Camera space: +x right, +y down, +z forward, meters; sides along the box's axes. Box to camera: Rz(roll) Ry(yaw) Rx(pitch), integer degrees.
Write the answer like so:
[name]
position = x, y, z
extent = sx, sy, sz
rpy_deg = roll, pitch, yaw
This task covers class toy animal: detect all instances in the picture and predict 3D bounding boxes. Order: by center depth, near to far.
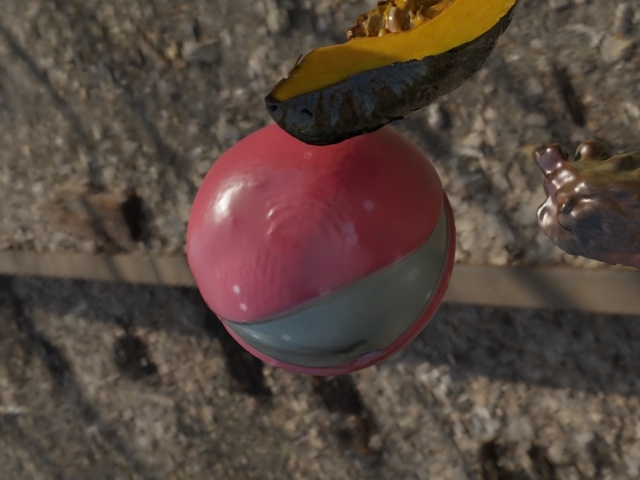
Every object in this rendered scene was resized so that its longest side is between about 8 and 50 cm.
[toy animal]
position = 0.296, 0.007, 0.967
extent = 0.312, 0.157, 0.097
rpy_deg = 42, 175, 19

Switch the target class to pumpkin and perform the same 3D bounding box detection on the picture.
[pumpkin]
position = 0.098, -0.168, 1.253
extent = 0.163, 0.278, 0.111
rpy_deg = 14, 142, 38

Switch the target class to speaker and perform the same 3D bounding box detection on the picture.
[speaker]
position = 0.000, 0.000, 1.439
extent = 0.294, 0.294, 0.294
rpy_deg = 31, 132, 42
